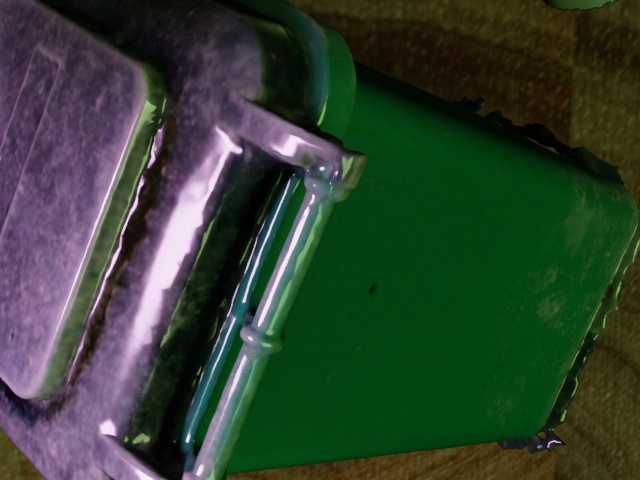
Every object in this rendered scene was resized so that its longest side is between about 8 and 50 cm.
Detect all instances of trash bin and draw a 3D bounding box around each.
[{"bbox_3d":[0.000,0.000,0.727,0.381,0.295,0.259,9,108,-44],"label":"trash bin"}]

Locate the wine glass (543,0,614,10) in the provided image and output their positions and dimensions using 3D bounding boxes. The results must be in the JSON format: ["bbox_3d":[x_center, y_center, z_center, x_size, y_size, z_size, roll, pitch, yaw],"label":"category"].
[{"bbox_3d":[0.145,-0.244,0.821,0.093,0.093,0.202,-41,130,-11],"label":"wine glass"}]
